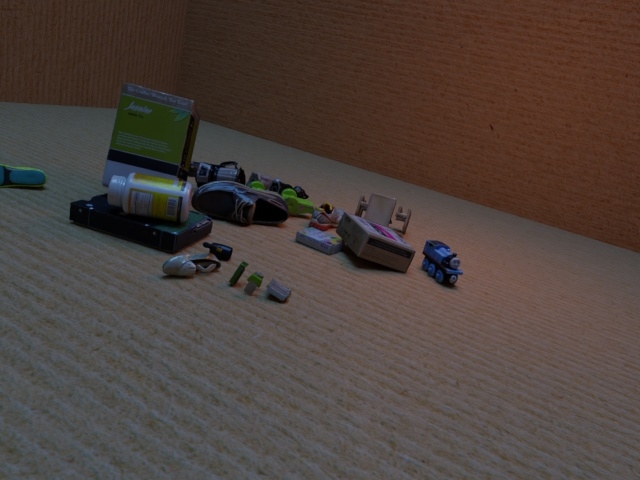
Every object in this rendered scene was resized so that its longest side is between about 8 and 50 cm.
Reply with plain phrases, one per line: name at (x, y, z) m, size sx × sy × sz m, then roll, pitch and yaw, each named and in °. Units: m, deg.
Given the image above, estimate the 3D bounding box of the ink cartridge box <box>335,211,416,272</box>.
ink cartridge box at (0.181, 0.001, 1.734) m, size 0.193 × 0.088 × 0.235 m, roll 18°, pitch 14°, yaw -24°

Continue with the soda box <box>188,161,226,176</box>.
soda box at (-0.511, -0.314, 2.317) m, size 0.168 × 0.060 × 0.053 m, roll 4°, pitch 21°, yaw -28°

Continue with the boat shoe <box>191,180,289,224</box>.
boat shoe at (-0.266, -0.127, 1.799) m, size 0.355 × 0.133 × 0.130 m, roll 1°, pitch 21°, yaw -29°

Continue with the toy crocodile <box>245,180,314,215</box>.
toy crocodile at (-0.184, -0.152, 2.006) m, size 0.340 × 0.105 × 0.115 m, roll 11°, pitch 21°, yaw -18°

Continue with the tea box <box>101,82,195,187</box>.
tea box at (-0.543, -0.306, 1.704) m, size 0.219 × 0.324 × 0.329 m, roll 13°, pitch 1°, yaw -10°

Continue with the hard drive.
hard drive at (-0.522, -0.062, 1.529) m, size 0.338 × 0.064 × 0.237 m, roll 15°, pitch 18°, yaw 9°

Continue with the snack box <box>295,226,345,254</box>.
snack box at (0.000, 0.000, 1.747) m, size 0.141 × 0.037 × 0.100 m, roll 23°, pitch 19°, yaw 25°

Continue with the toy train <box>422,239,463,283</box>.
toy train at (0.400, 0.071, 1.702) m, size 0.080 × 0.105 × 0.184 m, roll 6°, pitch 18°, yaw -19°

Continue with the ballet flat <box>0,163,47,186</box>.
ballet flat at (-0.999, -0.204, 1.635) m, size 0.230 × 0.077 × 0.077 m, roll 4°, pitch -2°, yaw -35°

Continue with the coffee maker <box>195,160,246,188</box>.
coffee maker at (-0.402, -0.238, 2.083) m, size 0.178 × 0.171 × 0.120 m, roll 11°, pitch 54°, yaw 6°

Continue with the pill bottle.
pill bottle at (-0.477, -0.123, 1.449) m, size 0.214 × 0.117 × 0.117 m, roll 10°, pitch 18°, yaw -11°

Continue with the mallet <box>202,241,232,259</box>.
mallet at (-0.292, 0.019, 1.381) m, size 0.062 × 0.039 × 0.189 m, roll 14°, pitch -6°, yaw 11°

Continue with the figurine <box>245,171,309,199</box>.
figurine at (-0.186, -0.229, 2.268) m, size 0.214 × 0.093 × 0.209 m, roll 25°, pitch 13°, yaw 35°

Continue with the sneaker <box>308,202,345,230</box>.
sneaker at (0.040, -0.099, 1.991) m, size 0.088 × 0.093 × 0.225 m, roll 21°, pitch 18°, yaw 23°

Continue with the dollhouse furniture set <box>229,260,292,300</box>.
dollhouse furniture set at (-0.151, 0.119, 1.301) m, size 0.151 × 0.059 × 0.076 m, roll 33°, pitch 10°, yaw -1°

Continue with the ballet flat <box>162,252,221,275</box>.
ballet flat at (-0.319, 0.062, 1.306) m, size 0.052 × 0.057 × 0.168 m, roll 34°, pitch 26°, yaw 27°

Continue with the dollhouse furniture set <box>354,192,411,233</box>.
dollhouse furniture set at (0.239, -0.079, 2.076) m, size 0.212 × 0.161 × 0.242 m, roll 17°, pitch -4°, yaw 13°
